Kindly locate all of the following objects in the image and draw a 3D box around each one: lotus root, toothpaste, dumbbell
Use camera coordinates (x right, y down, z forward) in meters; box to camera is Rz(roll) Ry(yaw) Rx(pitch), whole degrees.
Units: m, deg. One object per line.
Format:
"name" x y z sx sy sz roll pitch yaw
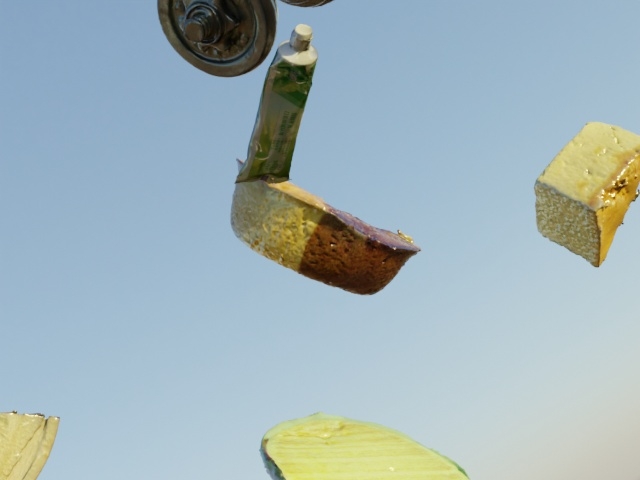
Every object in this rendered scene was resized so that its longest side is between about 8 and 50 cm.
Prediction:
"lotus root" -0.433 0.270 1.647 0.095 0.159 0.135 143 146 -74
"toothpaste" -0.048 -0.160 1.568 0.078 0.047 0.248 -4 -43 -22
"dumbbell" -0.082 -0.367 1.800 0.179 0.179 0.406 -45 4 39

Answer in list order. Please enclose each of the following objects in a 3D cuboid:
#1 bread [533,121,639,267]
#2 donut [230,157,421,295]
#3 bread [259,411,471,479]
"bread" 0.252 -0.050 1.178 0.109 0.084 0.080 -46 -36 -23
"donut" 0.000 0.000 1.755 0.151 0.295 0.112 -110 44 -77
"bread" 0.069 0.303 1.602 0.301 0.301 0.045 -7 -62 -54
